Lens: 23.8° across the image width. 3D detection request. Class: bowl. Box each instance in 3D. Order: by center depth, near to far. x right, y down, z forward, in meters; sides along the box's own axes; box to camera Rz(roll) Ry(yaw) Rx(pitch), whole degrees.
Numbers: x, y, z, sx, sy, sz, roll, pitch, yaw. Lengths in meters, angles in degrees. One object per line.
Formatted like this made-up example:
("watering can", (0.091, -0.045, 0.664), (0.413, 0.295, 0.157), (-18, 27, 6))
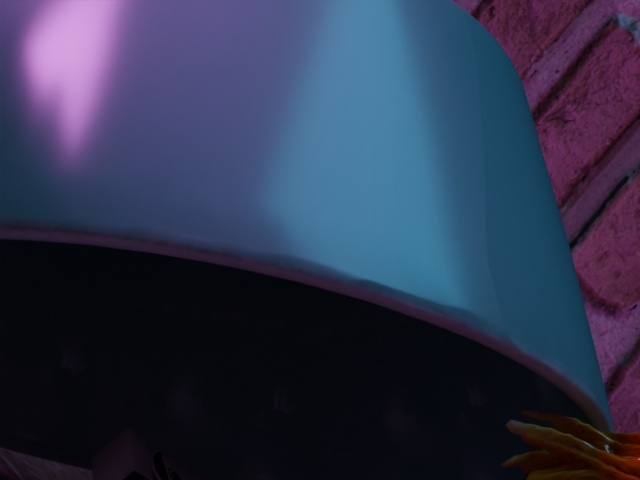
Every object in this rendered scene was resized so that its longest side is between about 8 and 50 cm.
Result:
("bowl", (-0.037, -0.013, 0.585), (0.311, 0.163, 0.311), (8, -21, 3))

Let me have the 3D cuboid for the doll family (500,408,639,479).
("doll family", (0.060, 0.124, 0.435), (0.118, 0.163, 0.263), (56, 25, 2))

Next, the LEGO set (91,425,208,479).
("LEGO set", (-0.025, 0.147, 0.575), (0.227, 0.087, 0.093), (40, 17, -32))
